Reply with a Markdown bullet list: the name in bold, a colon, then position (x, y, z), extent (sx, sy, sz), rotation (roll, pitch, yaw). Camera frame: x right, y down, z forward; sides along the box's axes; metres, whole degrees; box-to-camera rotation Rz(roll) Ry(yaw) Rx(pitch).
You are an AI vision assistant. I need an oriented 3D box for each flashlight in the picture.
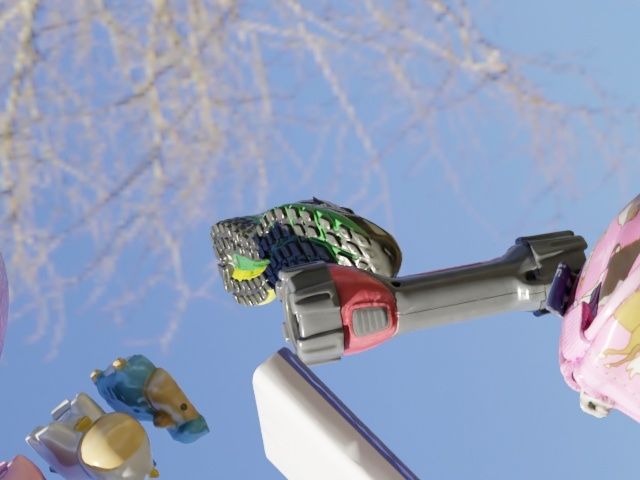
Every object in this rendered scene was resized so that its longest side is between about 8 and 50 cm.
- **flashlight**: position (0.112, 0.050, 1.744), extent (0.103, 0.304, 0.103), rotation (105, 151, -64)

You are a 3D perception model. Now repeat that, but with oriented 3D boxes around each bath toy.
- **bath toy**: position (-0.272, 0.269, 1.773), extent (0.348, 0.151, 0.129), rotation (-44, -81, -25)

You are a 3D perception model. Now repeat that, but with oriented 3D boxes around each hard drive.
- **hard drive**: position (0.071, 0.241, 1.433), extent (0.040, 0.318, 0.210), rotation (-40, -21, -16)

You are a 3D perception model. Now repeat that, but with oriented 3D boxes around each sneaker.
- **sneaker**: position (0.000, 0.000, 1.980), extent (0.146, 0.343, 0.134), rotation (-23, -77, -23)

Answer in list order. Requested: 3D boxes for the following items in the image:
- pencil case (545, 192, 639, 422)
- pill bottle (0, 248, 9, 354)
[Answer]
- **pencil case**: position (0.320, 0.121, 1.073), extent (0.386, 0.167, 0.160), rotation (39, -149, -7)
- **pill bottle**: position (-0.337, 0.054, 1.246), extent (0.408, 0.229, 0.229), rotation (-133, 28, -79)
